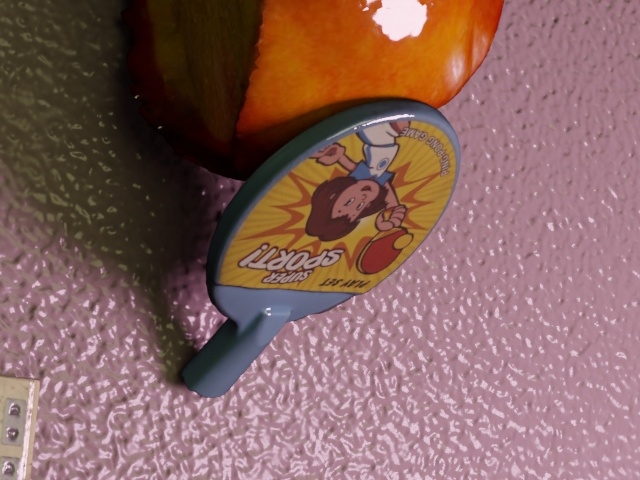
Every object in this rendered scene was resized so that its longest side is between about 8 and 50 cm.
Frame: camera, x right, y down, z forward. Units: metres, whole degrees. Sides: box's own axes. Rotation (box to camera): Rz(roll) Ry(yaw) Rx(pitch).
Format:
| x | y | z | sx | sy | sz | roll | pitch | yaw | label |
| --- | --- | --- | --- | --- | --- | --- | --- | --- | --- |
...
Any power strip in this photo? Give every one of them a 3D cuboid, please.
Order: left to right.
| x | y | z | sx | sy | sz | roll | pitch | yaw | label |
| --- | --- | --- | --- | --- | --- | --- | --- | --- | --- |
| -0.277 | 0.228 | 1.321 | 0.092 | 0.034 | 0.267 | 11 | 77 | -30 | power strip |

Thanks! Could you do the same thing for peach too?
| x | y | z | sx | sy | sz | roll | pitch | yaw | label |
| --- | --- | --- | --- | --- | --- | --- | --- | --- | --- |
| -0.009 | -0.257 | 1.375 | 0.310 | 0.335 | 0.405 | -11 | 97 | -32 | peach |

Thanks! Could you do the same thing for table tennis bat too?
| x | y | z | sx | sy | sz | roll | pitch | yaw | label |
| --- | --- | --- | --- | --- | --- | --- | --- | --- | --- |
| -0.012 | 0.011 | 1.371 | 0.215 | 0.329 | 0.044 | 5 | 43 | -45 | table tennis bat |
